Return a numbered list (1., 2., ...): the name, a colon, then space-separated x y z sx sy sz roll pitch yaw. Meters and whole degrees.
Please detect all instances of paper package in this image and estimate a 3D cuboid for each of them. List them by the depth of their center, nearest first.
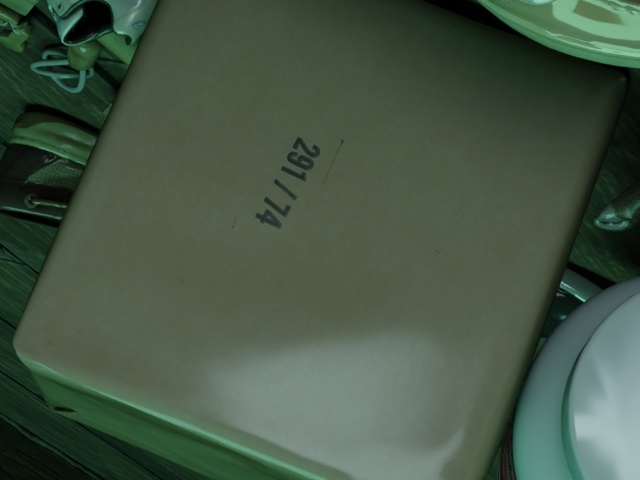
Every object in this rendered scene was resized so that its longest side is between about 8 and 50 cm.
1. paper package: 0.000 0.000 1.260 0.309 0.325 0.168 21 164 5

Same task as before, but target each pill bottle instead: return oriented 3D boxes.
1. pill bottle: 0.241 0.149 1.322 0.229 0.229 0.408 21 169 8

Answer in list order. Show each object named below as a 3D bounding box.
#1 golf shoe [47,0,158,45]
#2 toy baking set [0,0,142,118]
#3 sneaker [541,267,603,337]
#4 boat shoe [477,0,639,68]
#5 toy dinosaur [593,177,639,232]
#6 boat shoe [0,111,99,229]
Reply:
1. golf shoe: -0.177 -0.180 1.357 0.176 0.086 0.069 11 161 41
2. toy baking set: -0.200 -0.161 1.553 0.196 0.030 0.256 9 158 48
3. sneaker: 0.111 0.072 1.643 0.295 0.147 0.104 19 161 11
4. boat shoe: 0.103 -0.174 0.968 0.302 0.109 0.098 24 166 18
5. toy dinosaur: 0.311 -0.041 1.135 0.313 0.121 0.160 10 171 26
6. boat shoe: -0.150 0.002 1.816 0.342 0.123 0.123 26 163 -8
